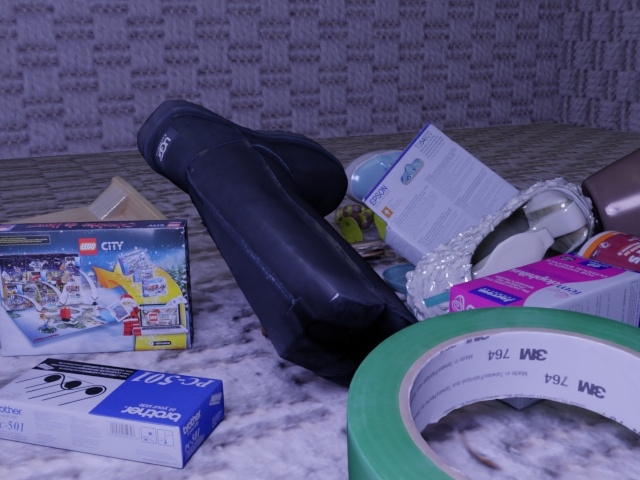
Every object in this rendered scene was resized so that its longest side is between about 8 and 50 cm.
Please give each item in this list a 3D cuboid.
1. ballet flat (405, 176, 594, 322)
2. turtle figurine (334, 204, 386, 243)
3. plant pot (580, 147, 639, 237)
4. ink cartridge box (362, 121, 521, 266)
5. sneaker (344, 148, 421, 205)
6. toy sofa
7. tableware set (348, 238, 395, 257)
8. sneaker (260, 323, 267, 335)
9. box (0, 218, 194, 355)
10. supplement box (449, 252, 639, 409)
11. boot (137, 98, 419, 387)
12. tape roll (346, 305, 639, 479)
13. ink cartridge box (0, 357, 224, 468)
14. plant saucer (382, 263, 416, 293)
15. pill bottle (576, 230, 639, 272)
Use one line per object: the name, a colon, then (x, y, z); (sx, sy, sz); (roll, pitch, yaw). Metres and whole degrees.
ballet flat: (0.288, 0.010, 0.992); (0.408, 0.147, 0.147); (-30, 30, -35)
turtle figurine: (0.136, -0.056, 1.444); (0.269, 0.087, 0.217); (5, 16, 18)
plant pot: (0.584, -0.065, 1.242); (0.229, 0.263, 0.263); (-17, 12, 10)
ink cartridge box: (0.194, -0.045, 1.094); (0.224, 0.045, 0.223); (39, 55, 3)
sneaker: (0.231, -0.126, 1.573); (0.365, 0.135, 0.150); (-2, 10, -25)
toy sofa: (-0.407, 0.040, 1.054); (0.150, 0.177, 0.362); (37, 33, 26)
tableware set: (0.054, 0.030, 1.230); (0.128, 0.039, 0.194); (-6, 5, 27)
sneaker: (-0.035, 0.076, 0.997); (0.086, 0.064, 0.192); (-5, 12, 2)
box: (-0.279, 0.058, 0.896); (0.232, 0.159, 0.044); (-1, 15, -5)
supplement box: (0.261, 0.096, 0.833); (0.220, 0.114, 0.111); (-13, 20, -34)
boot: (-0.002, 0.000, 0.934); (0.366, 0.146, 0.445); (10, 24, -42)
tape roll: (0.181, 0.161, 0.573); (0.321, 0.077, 0.321); (-2, 23, 1)
ink cartridge box: (-0.209, 0.165, 0.713); (0.207, 0.046, 0.097); (4, 17, 15)
plant saucer: (0.156, 0.063, 1.129); (0.119, 0.021, 0.119); (0, 14, 0)
pill bottle: (0.433, 0.068, 0.910); (0.121, 0.121, 0.221); (-6, 16, -22)
